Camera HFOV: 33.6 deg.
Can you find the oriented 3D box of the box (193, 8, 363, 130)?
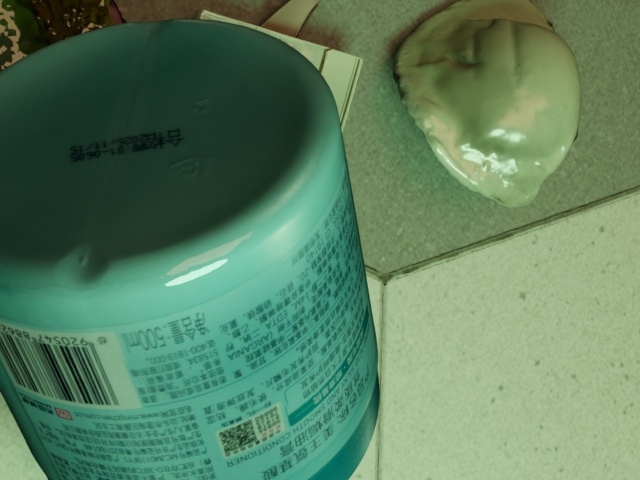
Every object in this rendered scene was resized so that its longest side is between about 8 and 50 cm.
[{"bbox_3d":[-0.056,-0.176,1.171,0.198,0.029,0.109,12,98,-25],"label":"box"}]

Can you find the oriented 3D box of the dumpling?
[{"bbox_3d":[0.192,-0.178,1.260,0.227,0.243,0.175,12,122,-8],"label":"dumpling"}]

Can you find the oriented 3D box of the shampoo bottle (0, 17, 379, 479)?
[{"bbox_3d":[-0.125,0.038,0.899,0.331,0.331,0.343,-35,140,-23],"label":"shampoo bottle"}]

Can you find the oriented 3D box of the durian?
[{"bbox_3d":[-0.252,-0.215,1.049,0.119,0.108,0.187,5,87,-27],"label":"durian"}]

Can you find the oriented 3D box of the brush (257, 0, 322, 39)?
[{"bbox_3d":[-0.003,-0.301,1.214,0.072,0.067,0.313,40,83,-25],"label":"brush"}]

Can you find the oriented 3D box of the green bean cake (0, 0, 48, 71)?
[{"bbox_3d":[-0.356,-0.150,0.958,0.248,0.125,0.222,-22,96,-2],"label":"green bean cake"}]
